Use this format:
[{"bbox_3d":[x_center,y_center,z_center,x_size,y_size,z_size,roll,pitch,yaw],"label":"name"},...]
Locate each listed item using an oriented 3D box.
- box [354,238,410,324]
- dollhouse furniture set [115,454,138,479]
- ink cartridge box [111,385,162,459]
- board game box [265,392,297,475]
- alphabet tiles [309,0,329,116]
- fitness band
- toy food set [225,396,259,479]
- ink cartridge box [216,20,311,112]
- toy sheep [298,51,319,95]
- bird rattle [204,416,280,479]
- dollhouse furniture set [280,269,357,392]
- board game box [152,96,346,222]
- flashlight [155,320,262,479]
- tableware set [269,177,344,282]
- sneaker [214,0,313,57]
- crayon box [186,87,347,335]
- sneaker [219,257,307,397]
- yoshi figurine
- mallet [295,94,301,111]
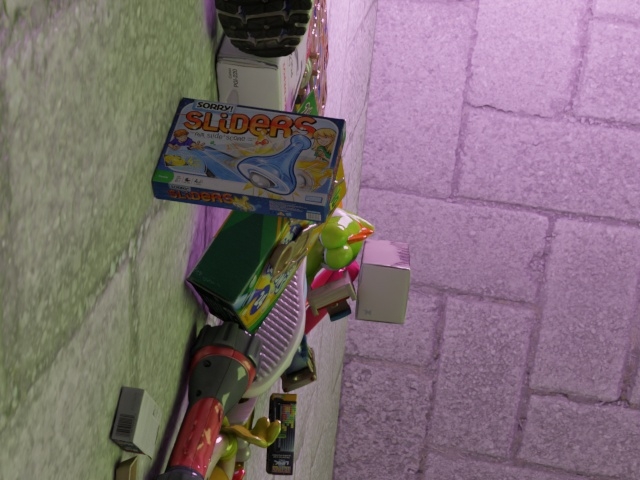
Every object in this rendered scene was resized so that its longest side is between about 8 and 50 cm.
[{"bbox_3d":[0.120,0.074,2.184,0.275,0.094,0.113,-73,170,-79],"label":"box"},{"bbox_3d":[-0.203,0.317,1.313,0.091,0.081,0.114,-59,156,-73],"label":"dollhouse furniture set"},{"bbox_3d":[-0.213,0.215,1.334,0.115,0.029,0.063,83,16,-69],"label":"ink cartridge box"},{"bbox_3d":[-0.070,0.347,2.045,0.170,0.048,0.141,112,-20,-80],"label":"board game box"},{"bbox_3d":[-0.005,-0.390,2.222,0.285,0.011,0.342,-82,171,-52],"label":"alphabet tiles"},{"bbox_3d":[-0.005,0.116,2.352,0.209,0.054,0.291,-48,-177,6],"label":"fitness band"},{"bbox_3d":[-0.127,0.395,1.979,0.220,0.092,0.306,-63,161,-68],"label":"toy food set"},{"bbox_3d":[-0.076,-0.267,1.624,0.158,0.092,0.218,90,13,-51],"label":"ink cartridge box"},{"bbox_3d":[-0.052,-0.274,1.817,0.132,0.091,0.091,-59,158,-50],"label":"toy sheep"},{"bbox_3d":[-0.168,0.353,1.680,0.207,0.143,0.253,-45,157,-59],"label":"bird rattle"},{"bbox_3d":[-0.008,0.162,2.052,0.129,0.184,0.129,-99,165,-71],"label":"dollhouse furniture set"},{"bbox_3d":[-0.080,-0.096,1.332,0.035,0.201,0.136,89,11,-53],"label":"board game box"},{"bbox_3d":[-0.158,0.253,1.546,0.103,0.103,0.304,60,31,-37],"label":"flashlight"},{"bbox_3d":[-0.022,-0.019,1.565,0.141,0.020,0.168,-33,151,-62],"label":"tableware set"},{"bbox_3d":[-0.061,-0.387,1.421,0.147,0.130,0.330,-71,164,-58],"label":"sneaker"},{"bbox_3d":[-0.055,-0.034,1.640,0.323,0.083,0.203,-58,167,-12],"label":"crayon box"},{"bbox_3d":[-0.081,0.138,1.885,0.366,0.135,0.150,-73,166,-46],"label":"sneaker"},{"bbox_3d":[-0.027,-0.007,2.207,0.203,0.203,0.362,-49,-173,2],"label":"yoshi figurine"},{"bbox_3d":[-0.043,-0.250,2.159,0.189,0.039,0.062,78,18,-60],"label":"mallet"}]
